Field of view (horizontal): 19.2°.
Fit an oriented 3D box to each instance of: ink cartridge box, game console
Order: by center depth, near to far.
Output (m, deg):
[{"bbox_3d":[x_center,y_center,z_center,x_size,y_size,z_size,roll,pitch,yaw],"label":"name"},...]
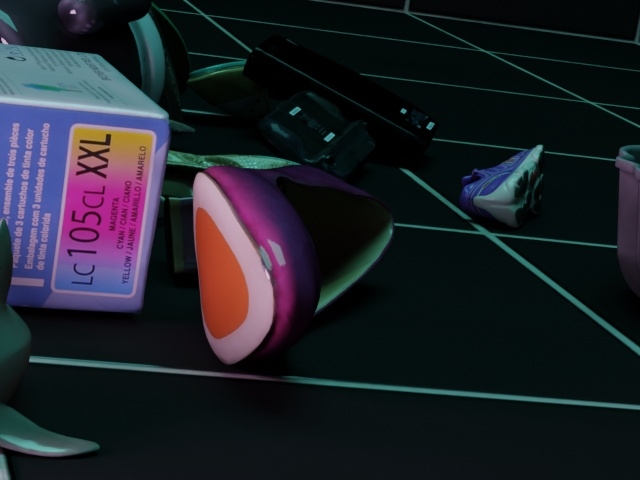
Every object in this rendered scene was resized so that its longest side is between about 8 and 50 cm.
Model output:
[{"bbox_3d":[-0.329,-0.063,1.308,0.395,0.151,0.270,6,12,-18],"label":"ink cartridge box"},{"bbox_3d":[0.001,-0.128,1.973,0.213,0.044,0.361,29,19,4],"label":"game console"}]

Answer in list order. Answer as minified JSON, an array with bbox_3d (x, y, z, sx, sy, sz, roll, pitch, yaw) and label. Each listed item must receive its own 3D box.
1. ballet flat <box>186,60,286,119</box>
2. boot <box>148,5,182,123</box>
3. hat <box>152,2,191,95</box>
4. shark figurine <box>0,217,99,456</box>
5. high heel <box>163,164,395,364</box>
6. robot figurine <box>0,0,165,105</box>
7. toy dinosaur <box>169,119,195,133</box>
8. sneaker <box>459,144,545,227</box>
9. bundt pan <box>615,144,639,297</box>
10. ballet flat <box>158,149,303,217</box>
[{"bbox_3d":[-0.071,-0.174,2.171,0.080,0.073,0.232,-12,5,31],"label":"ballet flat"},{"bbox_3d":[-0.263,-0.176,1.992,0.208,0.189,0.076,-19,29,-1],"label":"boot"},{"bbox_3d":[-0.278,-0.177,2.100,0.208,0.173,0.183,17,50,31],"label":"hat"},{"bbox_3d":[-0.199,0.035,1.061,0.166,0.116,0.278,9,14,-8],"label":"shark figurine"},{"bbox_3d":[0.000,0.000,1.291,0.181,0.127,0.377,-4,12,-11],"label":"high heel"},{"bbox_3d":[-0.255,-0.142,1.621,0.209,0.173,0.278,12,20,30],"label":"robot figurine"},{"bbox_3d":[-0.245,-0.178,1.840,0.295,0.127,0.200,52,7,-19],"label":"toy dinosaur"},{"bbox_3d":[0.178,-0.058,1.853,0.071,0.068,0.170,7,12,18],"label":"sneaker"},{"bbox_3d":[0.392,0.016,1.536,0.331,0.124,0.331,8,12,-2],"label":"bundt pan"},{"bbox_3d":[-0.099,-0.038,1.599,0.206,0.073,0.067,6,40,-2],"label":"ballet flat"}]
